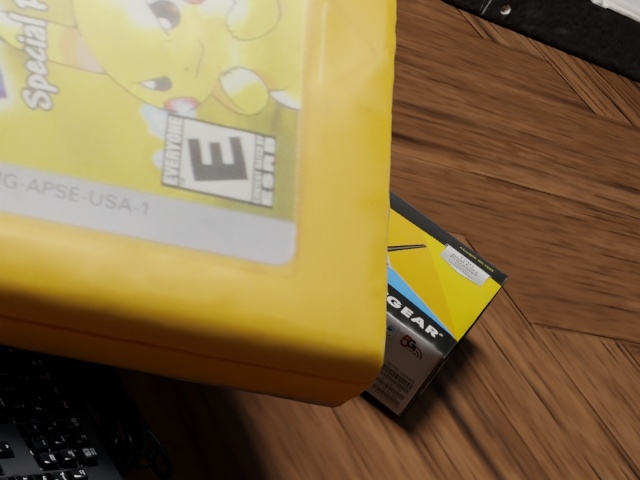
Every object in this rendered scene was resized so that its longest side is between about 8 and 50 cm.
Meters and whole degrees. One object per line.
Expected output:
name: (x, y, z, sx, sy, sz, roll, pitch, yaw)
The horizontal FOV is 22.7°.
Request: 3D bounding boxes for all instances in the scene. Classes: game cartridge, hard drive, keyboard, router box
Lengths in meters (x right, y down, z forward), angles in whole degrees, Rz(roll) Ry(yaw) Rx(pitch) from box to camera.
game cartridge: (-0.123, -0.099, 0.628, 0.323, 0.052, 0.285, 13, 63, -21)
hard drive: (0.215, -0.265, 1.557, 0.339, 0.064, 0.237, 15, 30, -33)
keyboard: (-0.118, 0.041, 0.615, 0.100, 0.038, 0.192, 6, 37, -46)
router box: (0.000, 0.000, 0.824, 0.179, 0.046, 0.133, 37, 24, 6)
